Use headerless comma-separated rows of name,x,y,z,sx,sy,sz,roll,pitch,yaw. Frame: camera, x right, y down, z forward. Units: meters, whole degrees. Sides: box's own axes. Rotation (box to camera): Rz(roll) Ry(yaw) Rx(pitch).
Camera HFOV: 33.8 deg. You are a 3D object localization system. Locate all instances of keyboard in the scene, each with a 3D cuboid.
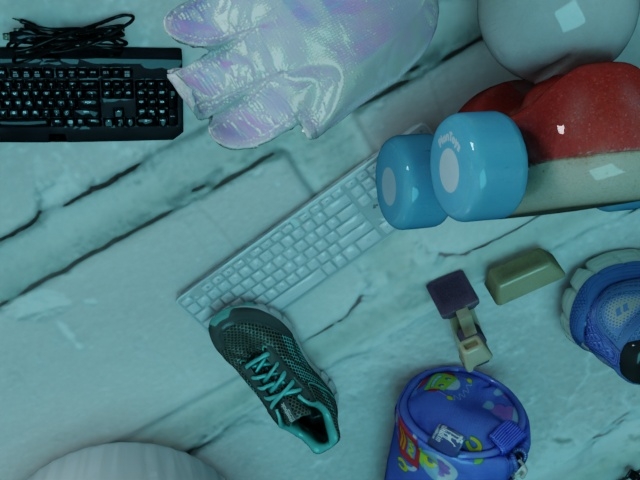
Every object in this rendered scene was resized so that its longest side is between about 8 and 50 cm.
keyboard,-0.197,-0.114,0.774,0.192,0.038,0.100,-3,117,-9
keyboard,0.000,0.000,0.878,0.256,0.014,0.072,-35,117,10

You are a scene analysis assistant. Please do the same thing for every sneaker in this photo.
sneaker,0.385,0.080,0.906,0.330,0.147,0.129,-6,118,-7
sneaker,-0.031,0.119,0.893,0.065,0.076,0.166,-38,121,10

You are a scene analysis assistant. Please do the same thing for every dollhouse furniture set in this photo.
dollhouse furniture set,0.167,0.071,0.911,0.114,0.091,0.081,-24,133,0

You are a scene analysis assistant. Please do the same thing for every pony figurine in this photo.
pony figurine,0.007,-0.248,0.579,0.351,0.303,0.363,-27,154,-35

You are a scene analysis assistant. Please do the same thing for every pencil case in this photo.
pencil case,0.121,0.267,0.971,0.119,0.133,0.306,-20,125,-37

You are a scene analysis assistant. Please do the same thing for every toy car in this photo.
toy car,0.164,-0.136,0.768,0.219,0.210,0.237,-5,89,-17

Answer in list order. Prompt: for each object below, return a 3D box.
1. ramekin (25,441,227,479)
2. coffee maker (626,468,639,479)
ramekin,-0.177,0.302,0.941,0.273,0.127,0.272,-4,118,-8
coffee maker,0.348,0.349,1.055,0.178,0.120,0.171,25,110,-20
